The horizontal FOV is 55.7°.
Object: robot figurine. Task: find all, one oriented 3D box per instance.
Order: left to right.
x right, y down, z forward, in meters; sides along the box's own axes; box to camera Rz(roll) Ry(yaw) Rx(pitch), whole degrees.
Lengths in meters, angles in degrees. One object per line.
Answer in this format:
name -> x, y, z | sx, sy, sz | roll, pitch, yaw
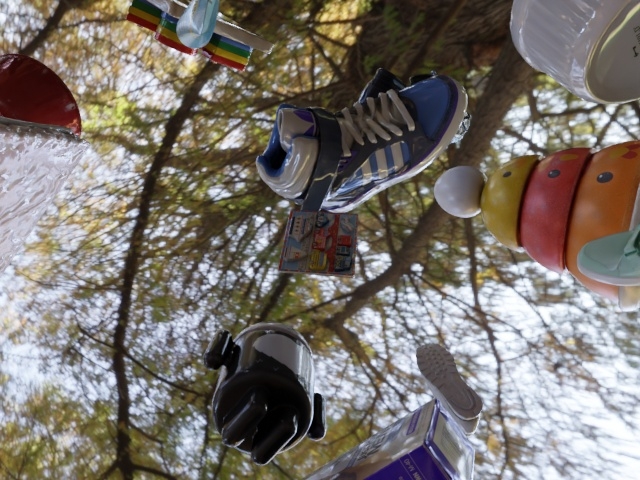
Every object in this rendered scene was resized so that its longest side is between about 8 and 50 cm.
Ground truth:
robot figurine -> -0.094, 0.255, 1.061 | 0.174, 0.278, 0.209 | -12, -71, 5

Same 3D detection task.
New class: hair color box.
hair color box -> 0.049, 0.376, 0.866 | 0.339, 0.185, 0.110 | -38, -96, 15

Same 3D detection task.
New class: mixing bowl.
mixing bowl -> -0.483, -0.189, 0.952 | 0.181, 0.181, 0.098 | 50, -147, -19

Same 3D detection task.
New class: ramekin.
ramekin -> 0.389, -0.291, 0.746 | 0.273, 0.273, 0.127 | -1, -130, -29

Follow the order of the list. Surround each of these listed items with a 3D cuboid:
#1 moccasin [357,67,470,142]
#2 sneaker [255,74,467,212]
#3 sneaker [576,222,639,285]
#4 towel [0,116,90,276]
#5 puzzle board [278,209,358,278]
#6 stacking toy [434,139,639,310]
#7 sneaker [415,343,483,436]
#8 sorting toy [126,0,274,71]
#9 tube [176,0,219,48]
moccasin -> 0.207, -0.261, 1.168 | 0.342, 0.138, 0.116 | -12, -50, -53
sneaker -> 0.050, -0.169, 0.942 | 0.236, 0.323, 0.130 | 19, -138, -50
sneaker -> 0.425, -0.027, 0.759 | 0.151, 0.256, 0.094 | 50, -125, -21
towel -> -0.470, -0.022, 0.732 | 0.053, 0.332, 0.317 | 41, -79, 8
puzzle board -> 0.000, 0.000, 0.801 | 0.096, 0.128, 0.011 | 5, -51, 3
stacking toy -> 0.461, -0.069, 1.270 | 0.351, 0.480, 0.350 | -28, -56, -53
sneaker -> 0.281, 0.334, 1.375 | 0.090, 0.235, 0.094 | -16, -50, -8
sorting toy -> -0.277, -0.451, 1.274 | 0.255, 0.257, 0.089 | 4, -62, -49
tube -> -0.160, -0.299, 0.816 | 0.052, 0.207, 0.080 | 8, -84, -19
